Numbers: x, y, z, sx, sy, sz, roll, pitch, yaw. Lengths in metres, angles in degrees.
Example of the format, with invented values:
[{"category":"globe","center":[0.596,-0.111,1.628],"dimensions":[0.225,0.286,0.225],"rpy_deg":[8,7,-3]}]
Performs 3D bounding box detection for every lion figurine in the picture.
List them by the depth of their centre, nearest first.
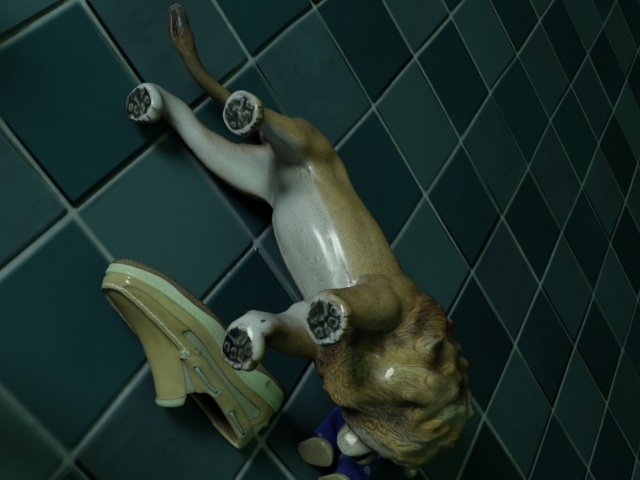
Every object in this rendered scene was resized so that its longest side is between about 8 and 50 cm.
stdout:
[{"category":"lion figurine","center":[0.000,0.000,0.597],"dimensions":[0.240,0.142,0.392],"rpy_deg":[10,57,-58]}]

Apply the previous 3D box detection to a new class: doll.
[{"category":"doll","center":[0.062,0.176,0.701],"dimensions":[0.189,0.046,0.129],"rpy_deg":[-31,94,-45]}]

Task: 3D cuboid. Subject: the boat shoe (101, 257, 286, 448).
[{"category":"boat shoe","center":[-0.101,0.094,0.544],"dimensions":[0.190,0.068,0.072],"rpy_deg":[48,62,-27]}]
